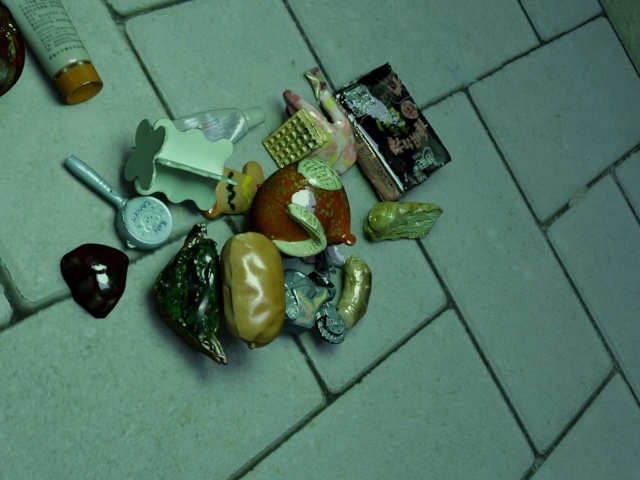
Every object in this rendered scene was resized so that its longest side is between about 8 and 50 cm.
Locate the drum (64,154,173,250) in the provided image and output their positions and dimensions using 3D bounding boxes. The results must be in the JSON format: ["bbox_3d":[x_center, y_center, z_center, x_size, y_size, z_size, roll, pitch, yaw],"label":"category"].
[{"bbox_3d":[-0.405,-0.093,1.644,0.130,0.049,0.253,-40,96,-38],"label":"drum"}]

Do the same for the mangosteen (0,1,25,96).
[{"bbox_3d":[-0.693,-0.342,1.450,0.289,0.231,0.231,-30,92,-1],"label":"mangosteen"}]

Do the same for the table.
[{"bbox_3d":[-0.283,-0.156,1.659,0.198,0.167,0.166,14,65,-39],"label":"table"}]

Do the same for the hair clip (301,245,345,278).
[{"bbox_3d":[-0.004,0.004,1.907,0.146,0.056,0.187,-1,65,-35],"label":"hair clip"}]

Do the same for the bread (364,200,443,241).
[{"bbox_3d":[0.211,-0.058,2.033,0.232,0.128,0.087,-6,61,-38],"label":"bread"}]

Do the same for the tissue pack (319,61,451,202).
[{"bbox_3d":[0.172,-0.280,2.093,0.245,0.123,0.332,-35,92,-33],"label":"tissue pack"}]

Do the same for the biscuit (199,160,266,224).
[{"bbox_3d":[-0.165,-0.112,1.836,0.250,0.036,0.165,9,69,-34],"label":"biscuit"}]

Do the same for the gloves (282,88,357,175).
[{"bbox_3d":[-0.010,-0.269,1.932,0.241,0.145,0.126,40,43,-35],"label":"gloves"}]

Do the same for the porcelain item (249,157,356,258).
[{"bbox_3d":[-0.023,-0.052,1.751,0.253,0.253,0.252,13,66,-32],"label":"porcelain item"}]

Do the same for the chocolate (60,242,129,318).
[{"bbox_3d":[-0.424,0.069,1.552,0.125,0.080,0.148,-25,87,-39],"label":"chocolate"}]

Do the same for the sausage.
[{"bbox_3d":[-0.140,0.103,1.621,0.136,0.120,0.241,3,73,-40],"label":"sausage"}]

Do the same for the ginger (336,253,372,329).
[{"bbox_3d":[0.080,0.129,1.895,0.095,0.069,0.190,20,72,-34],"label":"ginger"}]

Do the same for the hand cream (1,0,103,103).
[{"bbox_3d":[-0.565,-0.435,1.632,0.140,0.089,0.314,-23,83,-40],"label":"hand cream"}]

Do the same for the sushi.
[{"bbox_3d":[-0.265,0.113,1.611,0.149,0.140,0.287,11,66,-41],"label":"sushi"}]

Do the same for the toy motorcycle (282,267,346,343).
[{"bbox_3d":[-0.067,0.128,1.780,0.307,0.108,0.173,22,53,-27],"label":"toy motorcycle"}]

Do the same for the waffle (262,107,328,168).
[{"bbox_3d":[-0.062,-0.239,1.884,0.102,0.148,0.042,57,42,-3],"label":"waffle"}]

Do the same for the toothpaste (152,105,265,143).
[{"bbox_3d":[-0.248,-0.249,1.815,0.283,0.068,0.099,-26,57,-30],"label":"toothpaste"}]

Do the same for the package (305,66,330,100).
[{"bbox_3d":[-0.007,-0.410,2.065,0.059,0.029,0.083,-37,107,-46],"label":"package"}]
